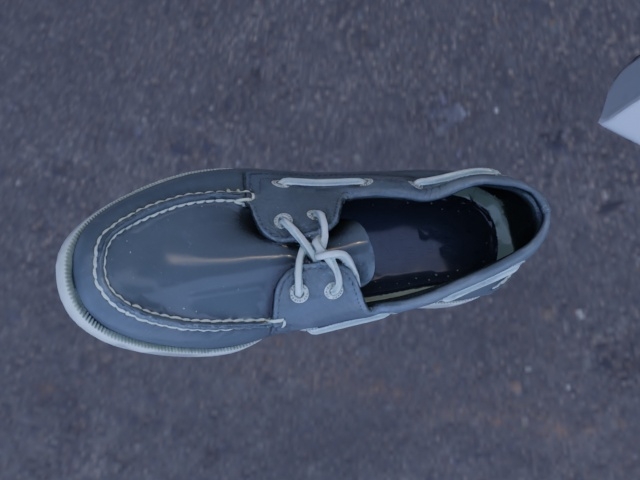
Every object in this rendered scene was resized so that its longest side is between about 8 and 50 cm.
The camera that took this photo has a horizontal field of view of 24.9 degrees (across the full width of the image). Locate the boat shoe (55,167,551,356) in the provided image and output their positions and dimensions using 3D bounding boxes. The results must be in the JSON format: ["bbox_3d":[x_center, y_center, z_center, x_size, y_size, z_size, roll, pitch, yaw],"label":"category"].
[{"bbox_3d":[0.000,0.000,0.883,0.319,0.116,0.099,-4,168,-30],"label":"boat shoe"}]

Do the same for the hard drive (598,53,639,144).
[{"bbox_3d":[0.312,-0.030,0.686,0.307,0.040,0.203,26,162,-8],"label":"hard drive"}]
